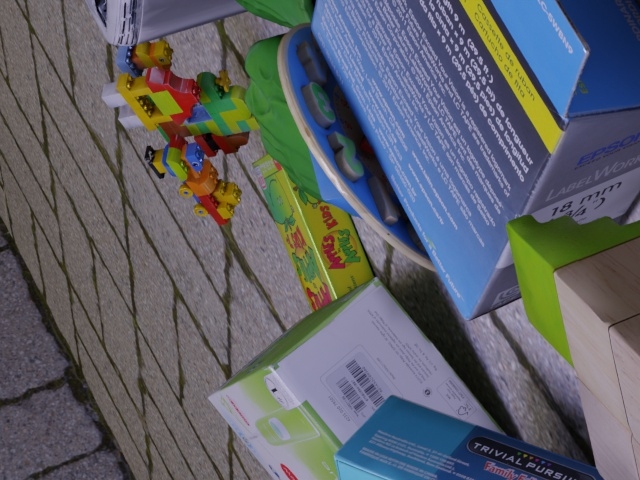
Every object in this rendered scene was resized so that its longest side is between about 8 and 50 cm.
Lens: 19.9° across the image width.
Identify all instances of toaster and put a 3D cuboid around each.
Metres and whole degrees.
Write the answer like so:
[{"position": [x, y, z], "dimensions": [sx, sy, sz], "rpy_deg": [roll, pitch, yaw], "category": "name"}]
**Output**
[{"position": [-0.129, -0.256, 1.554], "dimensions": [0.129, 0.146, 0.227], "rpy_deg": [63, 163, 18], "category": "toaster"}]

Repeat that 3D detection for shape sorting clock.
[{"position": [0.046, -0.066, 1.259], "dimensions": [0.206, 0.040, 0.206], "rpy_deg": [40, -148, -31], "category": "shape sorting clock"}]

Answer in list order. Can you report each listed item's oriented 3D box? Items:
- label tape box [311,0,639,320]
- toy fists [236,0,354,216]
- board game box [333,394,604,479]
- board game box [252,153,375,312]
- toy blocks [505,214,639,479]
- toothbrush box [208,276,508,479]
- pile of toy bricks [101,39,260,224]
[{"position": [0.103, -0.133, 1.059], "dimensions": [0.241, 0.106, 0.334], "rpy_deg": [63, 163, 19], "category": "label tape box"}, {"position": [-0.005, -0.158, 1.394], "dimensions": [0.142, 0.096, 0.279], "rpy_deg": [32, 141, 48], "category": "toy fists"}, {"position": [0.154, 0.292, 1.314], "dimensions": [0.253, 0.079, 0.336], "rpy_deg": [18, 135, 32], "category": "board game box"}, {"position": [0.000, 0.000, 1.659], "dimensions": [0.181, 0.043, 0.092], "rpy_deg": [68, 163, 0], "category": "board game box"}, {"position": [0.259, 0.061, 0.602], "dimensions": [0.381, 0.261, 0.191], "rpy_deg": [-129, 20, -61], "category": "toy blocks"}, {"position": [0.034, 0.164, 1.551], "dimensions": [0.206, 0.122, 0.283], "rpy_deg": [51, 164, -2], "category": "toothbrush box"}, {"position": [-0.098, -0.113, 1.644], "dimensions": [0.212, 0.105, 0.118], "rpy_deg": [55, -146, -48], "category": "pile of toy bricks"}]
